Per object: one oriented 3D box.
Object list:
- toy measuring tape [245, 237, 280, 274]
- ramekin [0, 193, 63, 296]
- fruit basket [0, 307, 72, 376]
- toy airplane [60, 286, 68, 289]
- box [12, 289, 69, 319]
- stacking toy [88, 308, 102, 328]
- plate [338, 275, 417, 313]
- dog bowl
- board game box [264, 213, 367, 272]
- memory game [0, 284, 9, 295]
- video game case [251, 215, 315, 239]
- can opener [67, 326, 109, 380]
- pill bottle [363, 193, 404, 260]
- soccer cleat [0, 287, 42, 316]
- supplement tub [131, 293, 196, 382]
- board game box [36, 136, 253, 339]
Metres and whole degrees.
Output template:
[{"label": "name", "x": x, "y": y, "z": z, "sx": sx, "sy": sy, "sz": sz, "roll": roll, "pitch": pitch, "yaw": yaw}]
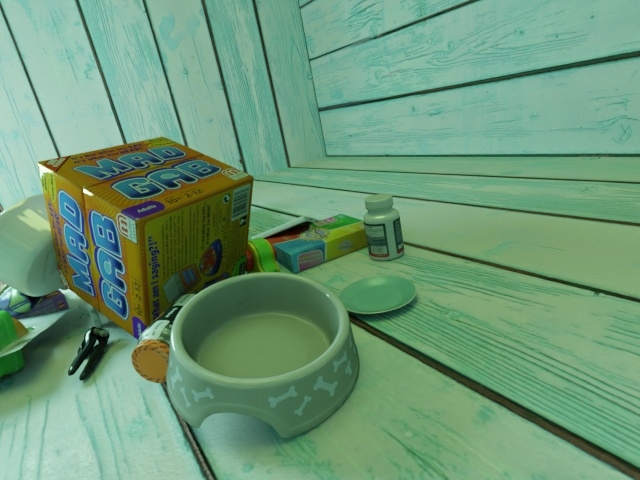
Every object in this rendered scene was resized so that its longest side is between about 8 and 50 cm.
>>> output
[{"label": "toy measuring tape", "x": -0.157, "y": 0.058, "z": 1.211, "sx": 0.121, "sy": 0.122, "sz": 0.330, "roll": -24, "pitch": 22, "yaw": -34}, {"label": "ramekin", "x": -0.770, "y": 0.021, "z": 1.135, "sx": 0.135, "sy": 0.277, "sz": 0.277, "roll": 31, "pitch": 27, "yaw": 4}, {"label": "fruit basket", "x": -0.847, "y": 0.261, "z": 1.009, "sx": 0.326, "sy": 0.166, "sz": 0.353, "roll": -10, "pitch": 4, "yaw": -14}, {"label": "toy airplane", "x": -0.742, "y": 0.016, "z": 1.449, "sx": 0.386, "sy": 0.272, "sz": 0.384, "roll": -8, "pitch": 46, "yaw": -36}, {"label": "box", "x": -0.988, "y": 0.230, "z": 1.292, "sx": 0.293, "sy": 0.057, "sz": 0.200, "roll": -26, "pitch": 25, "yaw": -38}, {"label": "stacking toy", "x": -0.608, "y": 0.143, "z": 1.206, "sx": 0.167, "sy": 0.052, "sz": 0.221, "roll": -22, "pitch": 50, "yaw": -29}, {"label": "plate", "x": 0.135, "y": 0.133, "z": 0.966, "sx": 0.188, "sy": 0.024, "sz": 0.188, "roll": -10, "pitch": 19, "yaw": 4}, {"label": "dog bowl", "x": -0.102, "y": 0.177, "z": 0.731, "sx": 0.348, "sy": 0.102, "sz": 0.349, "roll": 0, "pitch": 29, "yaw": 0}, {"label": "board game box", "x": 0.000, "y": 0.000, "z": 1.372, "sx": 0.316, "sy": 0.064, "sz": 0.242, "roll": -20, "pitch": 20, "yaw": -23}, {"label": "memory game", "x": -0.990, "y": 0.185, "z": 1.205, "sx": 0.186, "sy": 0.012, "sz": 0.186, "roll": -31, "pitch": 27, "yaw": 17}, {"label": "video game case", "x": -0.128, "y": -0.040, "z": 1.473, "sx": 0.201, "sy": 0.023, "sz": 0.183, "roll": -21, "pitch": -3, "yaw": 10}, {"label": "can opener", "x": -0.539, "y": 0.265, "z": 0.954, "sx": 0.059, "sy": 0.073, "sz": 0.186, "roll": 24, "pitch": 9, "yaw": -24}, {"label": "pill bottle", "x": 0.184, "y": -0.041, "z": 1.201, "sx": 0.107, "sy": 0.180, "sz": 0.108, "roll": -10, "pitch": 18, "yaw": 3}, {"label": "soccer cleat", "x": -0.871, "y": 0.131, "z": 1.268, "sx": 0.121, "sy": 0.093, "sz": 0.289, "roll": -20, "pitch": 27, "yaw": 7}, {"label": "supplement tub", "x": -0.307, "y": 0.206, "z": 0.869, "sx": 0.116, "sy": 0.117, "sz": 0.190, "roll": -7, "pitch": 18, "yaw": 14}, {"label": "board game box", "x": -0.440, "y": -0.026, "z": 1.083, "sx": 0.356, "sy": 0.357, "sz": 0.356, "roll": 26, "pitch": 34, "yaw": 22}]
